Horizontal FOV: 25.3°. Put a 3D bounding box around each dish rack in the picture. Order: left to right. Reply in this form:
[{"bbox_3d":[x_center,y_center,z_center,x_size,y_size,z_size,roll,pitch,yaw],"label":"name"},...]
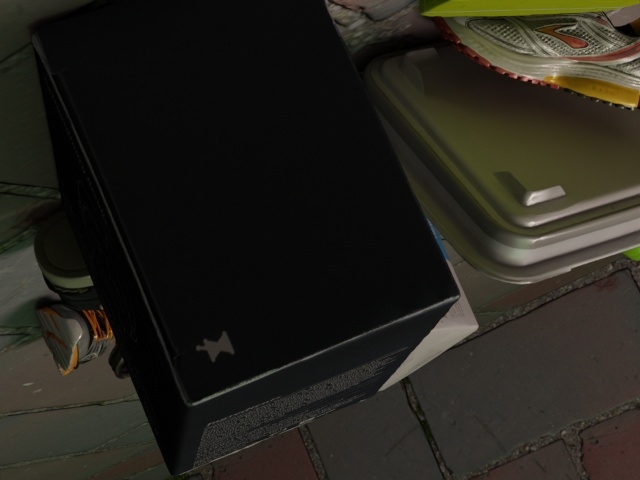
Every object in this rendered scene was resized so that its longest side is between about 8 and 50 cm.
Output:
[{"bbox_3d":[0.213,-0.109,1.346,0.333,0.285,0.072,-15,142,-34],"label":"dish rack"}]

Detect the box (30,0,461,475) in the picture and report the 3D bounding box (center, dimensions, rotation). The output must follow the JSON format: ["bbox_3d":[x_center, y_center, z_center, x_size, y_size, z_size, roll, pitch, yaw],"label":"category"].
[{"bbox_3d":[-0.075,-0.001,1.162,0.212,0.293,0.395,-21,168,-12],"label":"box"}]

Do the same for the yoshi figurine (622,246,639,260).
[{"bbox_3d":[0.507,-0.142,1.937,0.362,0.203,0.203,-46,-153,8],"label":"yoshi figurine"}]

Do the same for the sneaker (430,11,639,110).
[{"bbox_3d":[0.205,-0.188,1.287,0.225,0.092,0.088,11,-164,-16],"label":"sneaker"}]

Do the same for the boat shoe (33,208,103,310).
[{"bbox_3d":[-0.111,0.003,1.438,0.340,0.127,0.113,-18,146,-13],"label":"boat shoe"}]

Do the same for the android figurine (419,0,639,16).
[{"bbox_3d":[0.167,-0.206,1.103,0.248,0.056,0.273,-2,-173,-2],"label":"android figurine"}]

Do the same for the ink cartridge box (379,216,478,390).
[{"bbox_3d":[0.012,0.073,1.769,0.270,0.198,0.197,-1,152,-45],"label":"ink cartridge box"}]

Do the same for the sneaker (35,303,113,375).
[{"bbox_3d":[-0.296,0.111,1.750,0.083,0.084,0.215,-24,177,-13],"label":"sneaker"}]

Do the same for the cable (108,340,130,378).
[{"bbox_3d":[-0.231,0.087,1.777,0.139,0.072,0.287,-45,164,-13],"label":"cable"}]
